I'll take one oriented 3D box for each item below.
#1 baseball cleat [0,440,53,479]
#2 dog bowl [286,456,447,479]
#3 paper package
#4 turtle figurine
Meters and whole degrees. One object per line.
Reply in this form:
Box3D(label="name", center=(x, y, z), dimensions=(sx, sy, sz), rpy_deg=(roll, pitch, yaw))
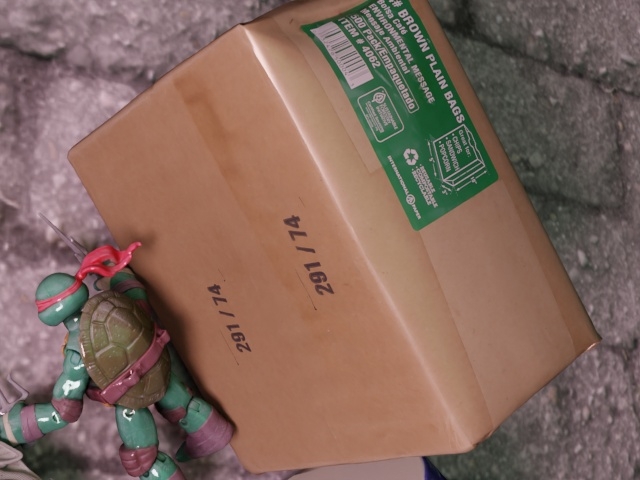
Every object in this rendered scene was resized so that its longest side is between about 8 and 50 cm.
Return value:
Box3D(label="baseball cleat", center=(-0.287, 0.178, 0.733), dimensions=(0.206, 0.072, 0.109), rpy_deg=(13, 30, -16))
Box3D(label="dog bowl", center=(0.002, 0.272, 0.789), dimensions=(0.104, 0.265, 0.265), rpy_deg=(52, 54, -12))
Box3D(label="paper package", center=(0.000, 0.000, 0.829), dimensions=(0.168, 0.309, 0.324), rpy_deg=(-33, 97, -38))
Box3D(label="turtle figurine", center=(-0.164, 0.098, 0.812), dimensions=(0.175, 0.118, 0.234), rpy_deg=(-48, 113, -34))
